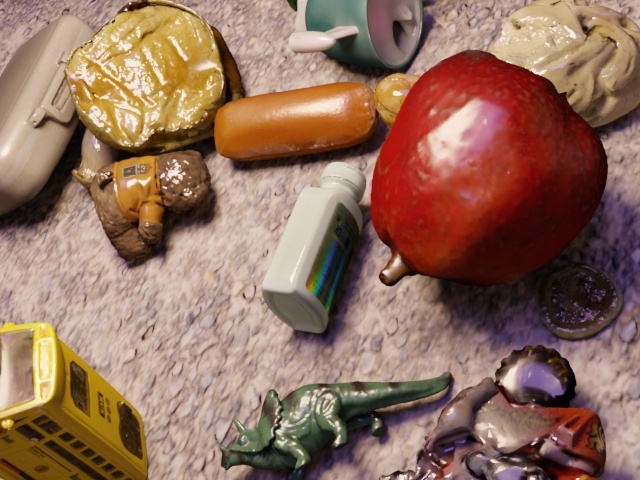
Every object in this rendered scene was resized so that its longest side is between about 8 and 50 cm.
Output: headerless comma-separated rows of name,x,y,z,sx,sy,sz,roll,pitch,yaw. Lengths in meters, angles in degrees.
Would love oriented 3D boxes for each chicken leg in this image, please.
chicken leg,0.182,-0.201,1.190,0.207,0.101,0.085,-2,56,-3

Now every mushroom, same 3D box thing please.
mushroom,-0.368,-0.214,1.427,0.099,0.096,0.278,18,59,-11

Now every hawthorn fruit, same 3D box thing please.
hawthorn fruit,0.184,-0.059,0.967,0.265,0.265,0.307,34,79,38

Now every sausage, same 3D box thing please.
sausage,-0.040,-0.184,1.260,0.274,0.105,0.105,-5,54,21

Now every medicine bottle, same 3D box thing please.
medicine bottle,0.000,0.000,1.091,0.083,0.121,0.229,4,57,27
medicine bottle,-0.528,-0.221,1.451,0.282,0.123,0.375,-16,48,44

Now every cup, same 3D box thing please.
cup,0.055,-0.364,1.317,0.173,0.168,0.299,9,33,40

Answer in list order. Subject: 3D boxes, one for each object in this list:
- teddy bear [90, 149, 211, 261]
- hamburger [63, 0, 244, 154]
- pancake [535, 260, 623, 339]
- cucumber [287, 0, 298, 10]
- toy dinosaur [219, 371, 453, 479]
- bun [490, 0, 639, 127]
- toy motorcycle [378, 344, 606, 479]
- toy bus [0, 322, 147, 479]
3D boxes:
teddy bear,-0.264,-0.079,1.267,0.190,0.140,0.177,-18,47,0
hamburger,-0.276,-0.268,1.355,0.284,0.134,0.266,-21,81,-15
pancake,0.307,0.070,0.972,0.108,0.017,0.108,-9,53,12
cucumber,0.012,-0.507,1.467,0.191,0.130,0.191,-17,49,21
toy dinosaur,0.016,0.222,0.952,0.291,0.079,0.120,-12,54,12
bun,0.341,-0.255,1.112,0.237,0.116,0.210,-19,57,-8
toy motorcycle,0.149,0.287,0.810,0.401,0.134,0.207,-40,44,-9
toy bus,-0.337,0.204,0.955,0.152,0.330,0.144,-21,50,5
